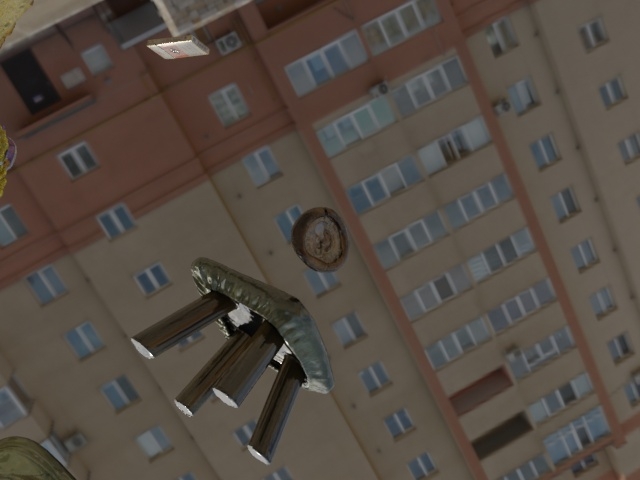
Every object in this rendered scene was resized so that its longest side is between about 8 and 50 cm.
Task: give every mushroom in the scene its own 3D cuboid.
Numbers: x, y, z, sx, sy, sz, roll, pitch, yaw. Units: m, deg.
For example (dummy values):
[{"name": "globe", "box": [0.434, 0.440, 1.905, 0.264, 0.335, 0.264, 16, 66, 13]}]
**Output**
[{"name": "mushroom", "box": [0.000, 0.000, 1.274, 0.123, 0.123, 0.052, -40, -162, -33]}]

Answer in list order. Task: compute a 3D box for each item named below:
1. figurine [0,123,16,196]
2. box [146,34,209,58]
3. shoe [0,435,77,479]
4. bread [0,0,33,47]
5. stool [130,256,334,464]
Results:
[{"name": "figurine", "box": [-0.468, -0.122, 0.962, 0.095, 0.115, 0.156, -19, 170, -8]}, {"name": "box", "box": [-0.212, -0.288, 1.063, 0.083, 0.012, 0.046, 1, 168, 28]}, {"name": "shoe", "box": [-0.317, 0.362, 0.856, 0.103, 0.275, 0.098, -44, -175, 7]}, {"name": "bread", "box": [-0.633, -0.427, 1.114, 0.279, 0.279, 0.207, -42, 176, 21]}, {"name": "stool", "box": [-0.164, 0.229, 1.386, 0.310, 0.310, 0.226, 20, -125, 32]}]
